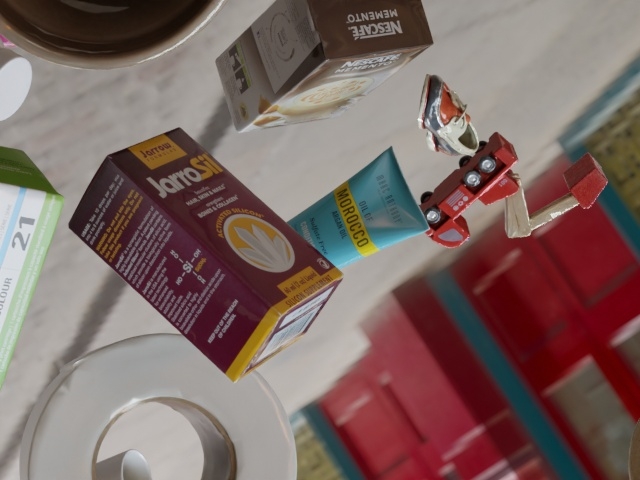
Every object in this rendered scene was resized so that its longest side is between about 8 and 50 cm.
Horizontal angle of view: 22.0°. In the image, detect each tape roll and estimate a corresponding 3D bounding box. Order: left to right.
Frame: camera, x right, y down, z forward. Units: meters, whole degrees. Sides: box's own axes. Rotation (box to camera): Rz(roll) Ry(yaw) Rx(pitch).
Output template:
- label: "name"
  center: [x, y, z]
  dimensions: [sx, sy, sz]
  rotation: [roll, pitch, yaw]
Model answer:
- label: "tape roll"
  center: [-0.157, 0.211, 1.550]
  dimensions: [0.246, 0.246, 0.169]
  rotation: [-30, -179, -14]

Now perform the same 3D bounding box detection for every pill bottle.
- label: "pill bottle"
  center: [-0.431, -0.212, 1.920]
  dimensions: [0.108, 0.180, 0.108]
  rotation: [-51, 158, -30]

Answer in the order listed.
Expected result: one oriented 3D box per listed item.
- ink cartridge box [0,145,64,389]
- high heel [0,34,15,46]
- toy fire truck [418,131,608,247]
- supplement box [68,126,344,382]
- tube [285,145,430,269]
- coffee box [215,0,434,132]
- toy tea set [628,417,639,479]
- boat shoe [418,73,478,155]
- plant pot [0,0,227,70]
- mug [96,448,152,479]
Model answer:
- label: "ink cartridge box"
  center: [-0.338, 0.014, 1.166]
  dimensions: [0.255, 0.097, 0.189]
  rotation: [11, 107, -34]
- label: "high heel"
  center: [-0.371, -0.303, 2.244]
  dimensions: [0.244, 0.082, 0.117]
  rotation: [0, -173, -7]
- label: "toy fire truck"
  center: [0.213, -0.049, 1.869]
  dimensions: [0.192, 0.135, 0.047]
  rotation: [-44, -158, 18]
- label: "supplement box"
  center: [-0.090, 0.008, 1.297]
  dimensions: [0.104, 0.188, 0.081]
  rotation: [-31, 159, -56]
- label: "tube"
  center: [0.000, 0.000, 1.453]
  dimensions: [0.207, 0.080, 0.052]
  rotation: [-30, 170, 29]
- label: "coffee box"
  center: [-0.001, -0.211, 1.847]
  dimensions: [0.141, 0.098, 0.246]
  rotation: [-12, 170, -27]
- label: "toy tea set"
  center: [0.247, 0.059, 0.715]
  dimensions: [0.336, 0.200, 0.124]
  rotation: [-68, 168, 12]
- label: "boat shoe"
  center: [0.115, -0.111, 1.484]
  dimensions: [0.137, 0.043, 0.049]
  rotation: [60, 45, -68]
- label: "plant pot"
  center: [-0.196, -0.305, 1.472]
  dimensions: [0.263, 0.263, 0.229]
  rotation: [-34, -160, 6]
- label: "mug"
  center: [-0.227, 0.270, 1.791]
  dimensions: [0.064, 0.078, 0.062]
  rotation: [-15, 137, 22]
